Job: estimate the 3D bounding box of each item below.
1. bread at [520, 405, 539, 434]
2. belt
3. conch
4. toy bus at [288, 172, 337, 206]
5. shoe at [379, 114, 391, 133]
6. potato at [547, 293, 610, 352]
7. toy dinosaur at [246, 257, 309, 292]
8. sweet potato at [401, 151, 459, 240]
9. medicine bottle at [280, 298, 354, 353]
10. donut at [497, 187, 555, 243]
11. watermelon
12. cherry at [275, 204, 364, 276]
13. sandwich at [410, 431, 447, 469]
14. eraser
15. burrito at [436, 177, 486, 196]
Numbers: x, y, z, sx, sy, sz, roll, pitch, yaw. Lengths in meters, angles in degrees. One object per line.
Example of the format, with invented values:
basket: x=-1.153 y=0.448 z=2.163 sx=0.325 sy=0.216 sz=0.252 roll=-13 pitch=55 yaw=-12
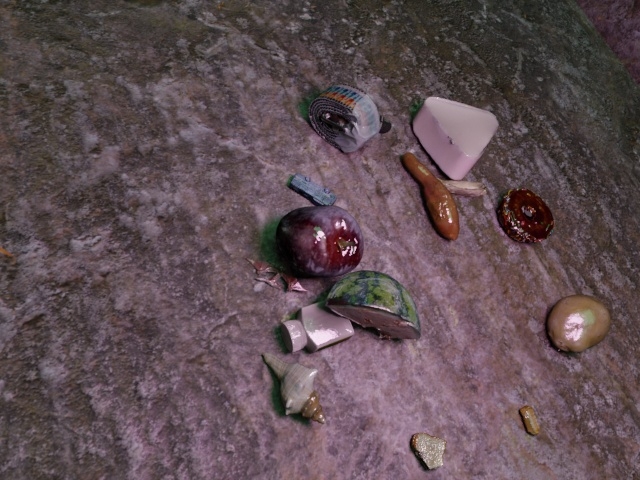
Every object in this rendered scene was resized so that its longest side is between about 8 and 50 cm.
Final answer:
bread: x=0.662 y=0.569 z=1.428 sx=0.049 sy=0.033 sz=0.088 roll=-4 pitch=70 yaw=-36
belt: x=0.088 y=-0.440 z=1.626 sx=0.257 sy=0.207 sz=0.150 roll=32 pitch=59 yaw=18
conch: x=-0.052 y=0.393 z=1.236 sx=0.137 sy=0.114 sz=0.234 roll=-2 pitch=59 yaw=-34
toy bus: x=-0.026 y=-0.167 z=1.549 sx=0.165 sy=0.047 sz=0.065 roll=32 pitch=64 yaw=0
shoe: x=0.202 y=-0.473 z=1.769 sx=0.179 sy=0.049 sz=0.071 roll=13 pitch=63 yaw=-12
potato: x=0.898 y=0.288 z=1.575 sx=0.177 sy=0.160 sz=0.235 roll=28 pitch=68 yaw=41
toy dinosaur: x=-0.130 y=0.100 z=1.394 sx=0.220 sy=0.032 sz=0.108 roll=27 pitch=63 yaw=7
sweet potato: x=0.420 y=-0.175 z=1.667 sx=0.109 sy=0.109 sz=0.386 roll=-13 pitch=69 yaw=-23
medicine bottle: x=-0.014 y=0.255 z=1.323 sx=0.188 sy=0.088 sz=0.132 roll=-15 pitch=71 yaw=-24
donut: x=0.791 y=-0.091 z=1.756 sx=0.234 sy=0.089 sz=0.235 roll=8 pitch=64 yaw=-16
watermelon: x=0.164 y=0.188 z=1.325 sx=0.305 sy=0.224 sz=0.180 roll=30 pitch=101 yaw=-31
cherry: x=0.000 y=0.000 z=1.351 sx=0.254 sy=0.296 sz=0.218 roll=-9 pitch=109 yaw=-38
sandwich: x=0.305 y=0.603 z=1.292 sx=0.104 sy=0.036 sz=0.093 roll=24 pitch=61 yaw=-5
eraser: x=0.565 y=-0.420 z=1.797 sx=0.330 sy=0.150 sz=0.332 roll=8 pitch=55 yaw=-12
burrito: x=0.546 y=-0.206 z=1.746 sx=0.229 sy=0.063 sz=0.058 roll=9 pitch=72 yaw=-12
